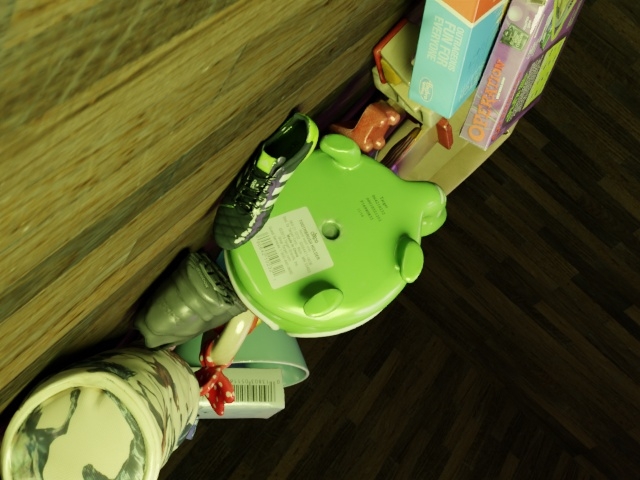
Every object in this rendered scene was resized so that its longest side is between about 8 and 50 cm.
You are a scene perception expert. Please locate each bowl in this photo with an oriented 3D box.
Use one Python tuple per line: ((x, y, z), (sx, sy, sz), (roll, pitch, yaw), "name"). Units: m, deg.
((-0.183, 0.225, 1.796), (0.311, 0.311, 0.163), (130, -40, -62), "bowl")

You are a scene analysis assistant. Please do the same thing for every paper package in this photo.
((0.291, -0.283, 1.623), (0.325, 0.168, 0.309), (-57, -175, -30), "paper package")

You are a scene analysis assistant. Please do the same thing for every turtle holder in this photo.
((0.014, -0.010, 1.127), (0.320, 0.243, 0.227), (-53, 178, -23), "turtle holder")

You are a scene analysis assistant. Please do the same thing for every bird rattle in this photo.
((-0.161, 0.139, 1.312), (0.207, 0.143, 0.254), (-58, -170, 29), "bird rattle")

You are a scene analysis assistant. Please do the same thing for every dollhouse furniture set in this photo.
((0.078, -0.183, 1.258), (0.201, 0.152, 0.374), (-48, 162, -4), "dollhouse furniture set")

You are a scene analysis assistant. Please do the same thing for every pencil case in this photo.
((-0.241, 0.224, 0.980), (0.159, 0.184, 0.410), (-6, 177, -2), "pencil case")

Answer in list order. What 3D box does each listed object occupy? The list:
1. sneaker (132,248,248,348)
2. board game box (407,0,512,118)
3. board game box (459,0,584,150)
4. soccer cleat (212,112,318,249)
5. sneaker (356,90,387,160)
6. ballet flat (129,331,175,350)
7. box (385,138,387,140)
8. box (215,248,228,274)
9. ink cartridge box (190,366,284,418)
((-0.181, 0.085, 1.110), (0.130, 0.109, 0.286), (-38, 173, -1), "sneaker")
((0.230, -0.333, 1.005), (0.316, 0.064, 0.242), (-48, 160, -29), "board game box")
((0.290, -0.300, 1.040), (0.208, 0.056, 0.347), (-45, 158, -47), "board game box")
((-0.067, -0.070, 0.928), (0.179, 0.060, 0.072), (-54, 170, -4), "soccer cleat")
((0.104, -0.231, 1.572), (0.132, 0.086, 0.229), (-56, -176, 43), "sneaker")
((-0.272, 0.176, 1.280), (0.079, 0.077, 0.221), (-26, 162, -32), "ballet flat")
((0.125, -0.180, 1.789), (0.233, 0.159, 0.044), (-49, -179, 5), "box")
((-0.089, -0.026, 1.346), (0.100, 0.060, 0.244), (-48, 179, -35), "box")
((-0.276, 0.357, 1.770), (0.385, 0.308, 0.091), (129, -40, -60), "ink cartridge box")
